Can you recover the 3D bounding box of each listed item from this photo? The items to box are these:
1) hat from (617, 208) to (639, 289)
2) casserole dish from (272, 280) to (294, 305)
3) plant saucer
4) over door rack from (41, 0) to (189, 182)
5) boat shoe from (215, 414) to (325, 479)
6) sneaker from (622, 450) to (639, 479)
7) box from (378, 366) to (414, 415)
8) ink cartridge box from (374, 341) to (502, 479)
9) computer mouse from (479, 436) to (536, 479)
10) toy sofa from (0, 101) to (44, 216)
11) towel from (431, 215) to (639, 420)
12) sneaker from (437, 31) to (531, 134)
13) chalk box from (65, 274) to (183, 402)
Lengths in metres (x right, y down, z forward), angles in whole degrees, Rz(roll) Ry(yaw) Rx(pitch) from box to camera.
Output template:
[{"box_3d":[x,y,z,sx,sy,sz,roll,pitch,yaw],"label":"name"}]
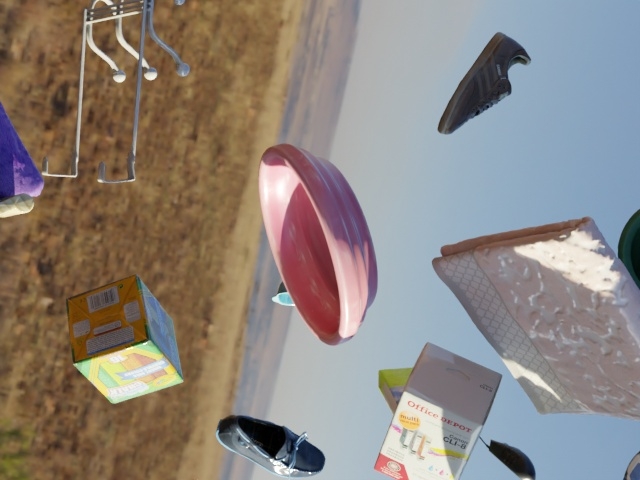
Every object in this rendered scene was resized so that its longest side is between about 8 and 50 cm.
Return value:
[{"box_3d":[0.533,0.046,1.581,0.208,0.173,0.183,60,-5,3],"label":"hat"},{"box_3d":[-0.002,0.100,1.997,0.114,0.188,0.037,81,8,-73],"label":"casserole dish"},{"box_3d":[0.000,0.000,1.600,0.332,0.084,0.332,161,-90,-73],"label":"plant saucer"},{"box_3d":[-0.323,-0.243,1.620,0.239,0.108,0.324,7,-98,52],"label":"over door rack"},{"box_3d":[-0.093,0.436,2.096,0.089,0.258,0.109,-36,-138,47],"label":"boat shoe"},{"box_3d":[0.628,0.404,1.792,0.081,0.211,0.080,36,-29,54],"label":"sneaker"},{"box_3d":[0.175,0.282,1.818,0.178,0.109,0.042,-119,-152,-72],"label":"box"},{"box_3d":[0.176,0.271,1.505,0.127,0.128,0.176,-53,162,-53],"label":"ink cartridge box"},{"box_3d":[0.328,0.382,1.936,0.041,0.242,0.071,-51,141,0],"label":"computer mouse"},{"box_3d":[-0.515,-0.194,1.391,0.150,0.177,0.362,-4,-69,61],"label":"toy sofa"},{"box_3d":[0.342,0.125,1.411,0.053,0.332,0.317,-44,-163,-28],"label":"towel"},{"box_3d":[0.248,-0.228,1.506,0.188,0.071,0.066,-56,173,-11],"label":"sneaker"},{"box_3d":[-0.429,0.242,2.272,0.289,0.180,0.179,66,6,-55],"label":"chalk box"}]
